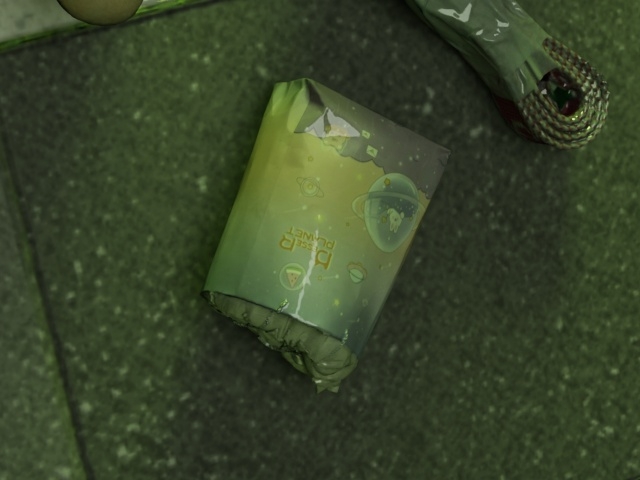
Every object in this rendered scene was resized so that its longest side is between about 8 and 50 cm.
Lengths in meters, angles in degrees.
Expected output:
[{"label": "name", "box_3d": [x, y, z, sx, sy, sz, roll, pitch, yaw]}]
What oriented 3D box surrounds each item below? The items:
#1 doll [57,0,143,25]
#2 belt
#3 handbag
[{"label": "doll", "box_3d": [-0.176, -0.244, 1.042, 0.256, 0.152, 0.196, 32, 67, -21]}, {"label": "belt", "box_3d": [0.097, -0.143, 1.238, 0.232, 0.053, 0.071, 45, 76, -23]}, {"label": "handbag", "box_3d": [0.000, 0.000, 1.182, 0.117, 0.095, 0.173, 25, 81, -22]}]
